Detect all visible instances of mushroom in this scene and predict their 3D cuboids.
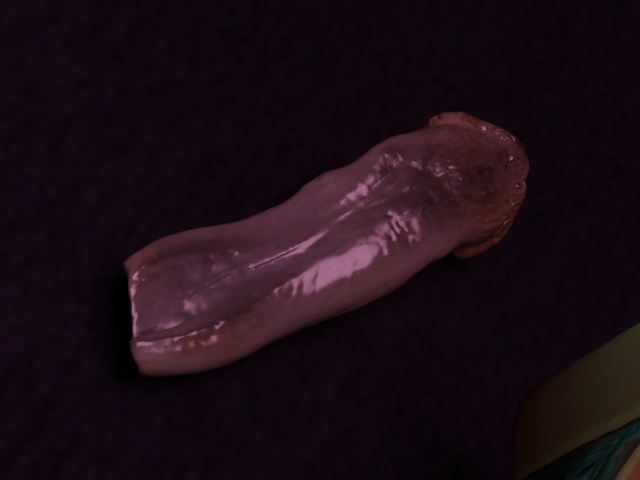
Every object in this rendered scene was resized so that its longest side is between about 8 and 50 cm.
[{"bbox_3d":[0.001,0.003,0.628,0.202,0.054,0.059,-26,79,-34],"label":"mushroom"}]

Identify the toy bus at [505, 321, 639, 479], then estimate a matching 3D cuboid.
[{"bbox_3d":[0.071,0.225,0.470,0.233,0.203,0.427,47,53,0],"label":"toy bus"}]
